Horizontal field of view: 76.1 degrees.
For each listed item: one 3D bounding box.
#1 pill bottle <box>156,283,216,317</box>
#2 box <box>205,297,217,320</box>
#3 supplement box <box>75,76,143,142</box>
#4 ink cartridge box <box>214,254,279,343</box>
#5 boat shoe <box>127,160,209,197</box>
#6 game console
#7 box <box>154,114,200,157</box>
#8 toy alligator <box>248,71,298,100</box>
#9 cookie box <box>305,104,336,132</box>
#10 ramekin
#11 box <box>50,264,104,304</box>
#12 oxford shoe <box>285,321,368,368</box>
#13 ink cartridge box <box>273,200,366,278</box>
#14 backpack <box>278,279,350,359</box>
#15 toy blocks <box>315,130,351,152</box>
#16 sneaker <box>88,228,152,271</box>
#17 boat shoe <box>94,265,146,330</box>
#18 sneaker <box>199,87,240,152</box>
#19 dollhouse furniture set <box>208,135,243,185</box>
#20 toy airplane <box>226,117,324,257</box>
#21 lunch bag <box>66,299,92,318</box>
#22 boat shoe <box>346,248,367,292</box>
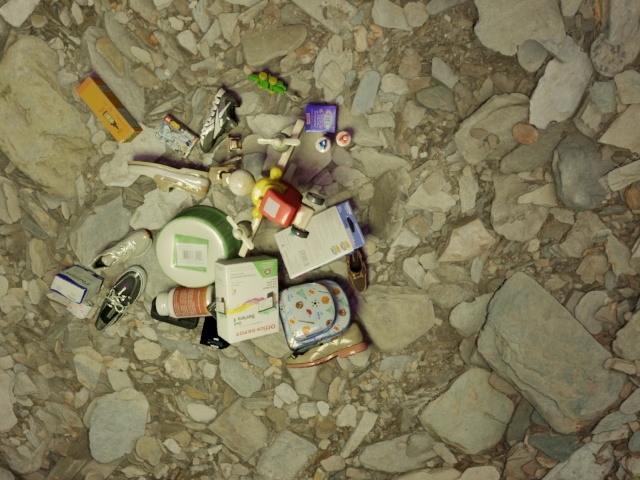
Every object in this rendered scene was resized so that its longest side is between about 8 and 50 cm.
[{"bbox_3d":[-0.508,0.235,1.572,0.215,0.121,0.121,-5,104,4],"label":"pill bottle"},{"bbox_3d":[-0.296,0.242,1.556,0.220,0.051,0.175,-45,118,-23],"label":"box"},{"bbox_3d":[-0.755,-0.465,1.467,0.078,0.080,0.234,-35,98,12],"label":"supplement box"},{"bbox_3d":[-0.262,0.205,1.471,0.201,0.117,0.279,-6,100,-34],"label":"ink cartridge box"},{"bbox_3d":[-0.560,-0.226,1.498,0.301,0.113,0.104,10,100,0],"label":"boat shoe"},{"bbox_3d":[-0.516,0.307,1.672,0.360,0.044,0.213,16,103,-1],"label":"game console"},{"bbox_3d":[-0.525,-0.381,1.499,0.137,0.027,0.094,37,105,-6],"label":"box"},{"bbox_3d":[-0.156,-0.543,1.422,0.189,0.056,0.051,24,64,-3],"label":"toy alligator"},{"bbox_3d":[0.001,-0.429,1.444,0.107,0.040,0.092,3,105,3],"label":"cookie box"},{"bbox_3d":[-0.462,0.029,1.539,0.302,0.148,0.304,1,105,4],"label":"ramekin"},{"bbox_3d":[-0.956,0.171,1.615,0.126,0.137,0.072,29,104,-4],"label":"box"},{"bbox_3d":[0.011,0.427,1.648,0.347,0.123,0.130,-19,76,10],"label":"oxford shoe"},{"bbox_3d":[0.000,0.000,1.511,0.310,0.065,0.186,-25,75,12],"label":"ink cartridge box"},{"bbox_3d":[-0.020,0.267,1.526,0.263,0.213,0.277,-15,72,-10],"label":"backpack"},{"bbox_3d":[0.044,-0.340,1.409,0.123,0.148,0.054,-13,104,7],"label":"toy blocks"},{"bbox_3d":[-0.773,0.052,1.580,0.262,0.121,0.099,-31,101,11],"label":"sneaker"},{"bbox_3d":[-0.812,0.236,1.639,0.113,0.105,0.306,42,104,-7],"label":"boat shoe"},{"bbox_3d":[-0.353,-0.411,1.453,0.106,0.078,0.235,25,103,0],"label":"sneaker"},{"bbox_3d":[-0.344,-0.282,1.432,0.101,0.182,0.161,-1,105,4],"label":"dollhouse furniture set"},{"bbox_3d":[-0.172,-0.169,1.356,0.272,0.384,0.387,19,63,-23],"label":"toy airplane"},{"bbox_3d":[-0.989,0.274,1.689,0.083,0.053,0.071,37,102,4],"label":"lunch bag"},{"bbox_3d":[0.135,0.111,1.561,0.073,0.073,0.207,-15,105,4],"label":"boat shoe"}]
